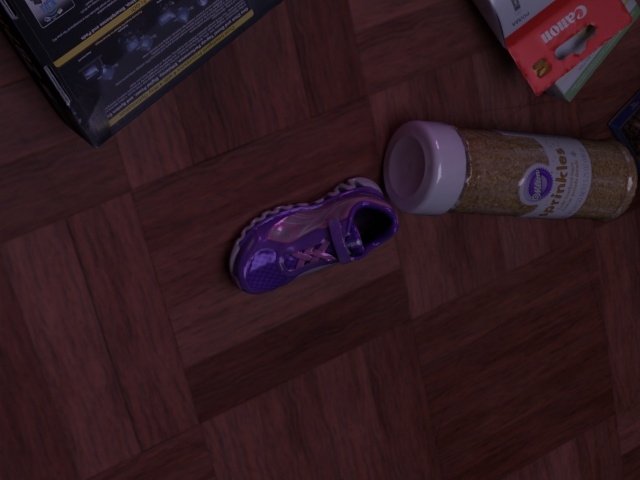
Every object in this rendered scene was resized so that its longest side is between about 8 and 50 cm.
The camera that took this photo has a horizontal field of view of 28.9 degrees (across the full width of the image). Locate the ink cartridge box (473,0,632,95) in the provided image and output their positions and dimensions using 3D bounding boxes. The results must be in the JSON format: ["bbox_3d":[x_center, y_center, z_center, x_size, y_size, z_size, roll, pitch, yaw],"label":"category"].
[{"bbox_3d":[0.294,-0.328,1.596,0.181,0.056,0.224,-38,102,-9],"label":"ink cartridge box"}]

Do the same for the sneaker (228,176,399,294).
[{"bbox_3d":[0.000,0.000,1.544,0.236,0.104,0.095,-27,120,-20],"label":"sneaker"}]

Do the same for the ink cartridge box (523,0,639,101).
[{"bbox_3d":[0.311,-0.325,1.654,0.171,0.056,0.235,-50,126,-7],"label":"ink cartridge box"}]

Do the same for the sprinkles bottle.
[{"bbox_3d":[0.259,-0.090,1.662,0.356,0.121,0.121,1,106,-32],"label":"sprinkles bottle"}]

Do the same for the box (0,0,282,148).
[{"bbox_3d":[-0.168,-0.334,1.289,0.395,0.097,0.318,-41,136,-13],"label":"box"}]

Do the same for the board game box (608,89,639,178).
[{"bbox_3d":[0.594,-0.103,1.756,0.141,0.291,0.232,-45,123,-9],"label":"board game box"}]
